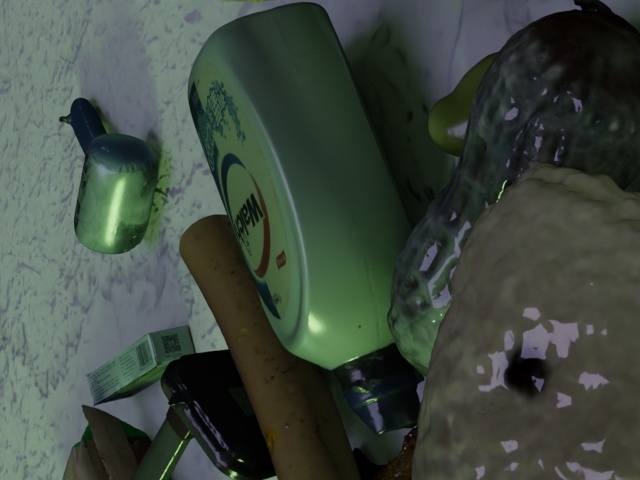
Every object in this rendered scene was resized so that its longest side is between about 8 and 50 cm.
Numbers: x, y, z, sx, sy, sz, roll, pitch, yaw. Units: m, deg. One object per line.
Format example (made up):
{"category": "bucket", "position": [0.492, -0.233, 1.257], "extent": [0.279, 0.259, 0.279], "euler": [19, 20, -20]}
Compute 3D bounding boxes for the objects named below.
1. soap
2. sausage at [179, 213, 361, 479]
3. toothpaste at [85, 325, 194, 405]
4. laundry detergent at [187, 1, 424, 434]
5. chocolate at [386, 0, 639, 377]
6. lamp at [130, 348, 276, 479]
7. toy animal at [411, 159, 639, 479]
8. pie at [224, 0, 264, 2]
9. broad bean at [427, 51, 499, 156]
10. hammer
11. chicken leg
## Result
{"category": "soap", "position": [-0.210, 0.331, 1.308], "extent": [0.218, 0.098, 0.273], "euler": [61, 140, 40]}
{"category": "sausage", "position": [-0.037, 0.092, 0.991], "extent": [0.301, 0.065, 0.066], "euler": [62, 143, 40]}
{"category": "toothpaste", "position": [-0.173, 0.121, 1.252], "extent": [0.164, 0.046, 0.034], "euler": [-34, 70, 55]}
{"category": "laundry detergent", "position": [0.000, 0.000, 0.900], "extent": [0.215, 0.105, 0.281], "euler": [127, 123, -72]}
{"category": "chocolate", "position": [0.110, -0.014, 0.733], "extent": [0.110, 0.110, 0.248], "euler": [54, 138, 37]}
{"category": "lamp", "position": [-0.070, 0.240, 1.056], "extent": [0.203, 0.124, 0.283], "euler": [47, 137, 29]}
{"category": "toy animal", "position": [0.152, 0.151, 0.619], "extent": [0.226, 0.188, 0.359], "euler": [16, 121, 46]}
{"category": "pie", "position": [-0.017, -0.296, 0.722], "extent": [0.339, 0.077, 0.339], "euler": [4, 96, 44]}
{"category": "broad bean", "position": [0.101, -0.077, 0.793], "extent": [0.083, 0.045, 0.063], "euler": [-38, 53, 45]}
{"category": "hammer", "position": [-0.212, -0.079, 1.267], "extent": [0.194, 0.069, 0.116], "euler": [-123, 39, -47]}
{"category": "chicken leg", "position": [0.054, 0.162, 0.918], "extent": [0.145, 0.037, 0.062], "euler": [-33, 48, 55]}
